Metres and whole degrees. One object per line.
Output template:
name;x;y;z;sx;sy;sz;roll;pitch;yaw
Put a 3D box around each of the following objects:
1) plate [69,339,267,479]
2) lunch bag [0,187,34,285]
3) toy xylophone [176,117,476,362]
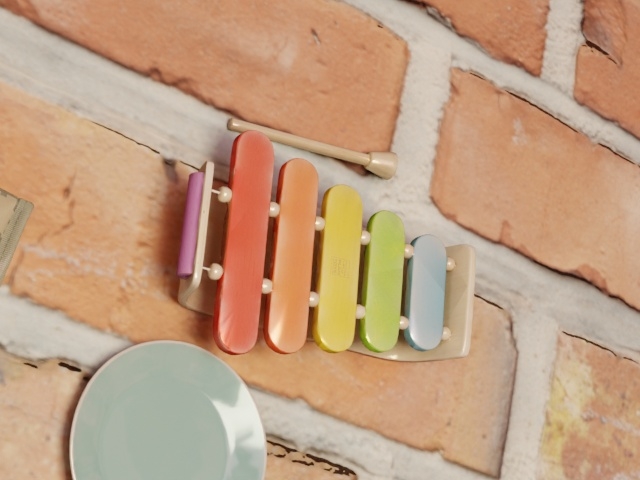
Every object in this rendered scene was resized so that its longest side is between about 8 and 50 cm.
plate;-0.131;0.179;1.134;0.188;0.024;0.188;9;73;-32
lunch bag;-0.368;0.059;0.918;0.235;0.169;0.287;30;58;-24
toy xylophone;0.000;0.000;1.235;0.322;0.081;0.236;8;73;-33
